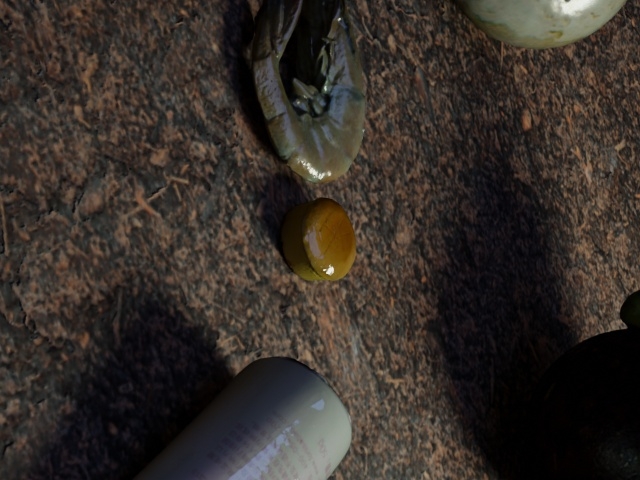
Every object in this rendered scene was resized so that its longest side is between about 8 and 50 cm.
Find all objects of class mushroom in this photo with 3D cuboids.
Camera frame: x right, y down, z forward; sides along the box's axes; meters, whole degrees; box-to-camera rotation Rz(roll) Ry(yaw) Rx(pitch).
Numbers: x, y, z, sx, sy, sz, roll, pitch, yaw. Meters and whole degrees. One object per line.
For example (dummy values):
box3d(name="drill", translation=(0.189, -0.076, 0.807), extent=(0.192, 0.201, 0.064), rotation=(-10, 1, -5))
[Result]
box3d(name="mushroom", translation=(0.254, -0.355, 1.835), extent=(0.243, 0.243, 0.243), rotation=(17, 68, -49))

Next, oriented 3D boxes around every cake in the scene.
box3d(name="cake", translation=(0.000, 0.000, 1.525), extent=(0.084, 0.044, 0.084), rotation=(17, 68, -47))

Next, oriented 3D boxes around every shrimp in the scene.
box3d(name="shrimp", translation=(-0.021, -0.183, 1.536), extent=(0.145, 0.059, 0.254), rotation=(-8, 93, -43))

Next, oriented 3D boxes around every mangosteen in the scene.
box3d(name="mangosteen", translation=(0.398, 0.211, 1.741), extent=(0.306, 0.306, 0.359), rotation=(25, 106, -47))

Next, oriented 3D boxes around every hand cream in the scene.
box3d(name="hand cream", translation=(-0.107, 0.244, 1.291), extent=(0.359, 0.118, 0.185), rotation=(-46, 120, -38))
